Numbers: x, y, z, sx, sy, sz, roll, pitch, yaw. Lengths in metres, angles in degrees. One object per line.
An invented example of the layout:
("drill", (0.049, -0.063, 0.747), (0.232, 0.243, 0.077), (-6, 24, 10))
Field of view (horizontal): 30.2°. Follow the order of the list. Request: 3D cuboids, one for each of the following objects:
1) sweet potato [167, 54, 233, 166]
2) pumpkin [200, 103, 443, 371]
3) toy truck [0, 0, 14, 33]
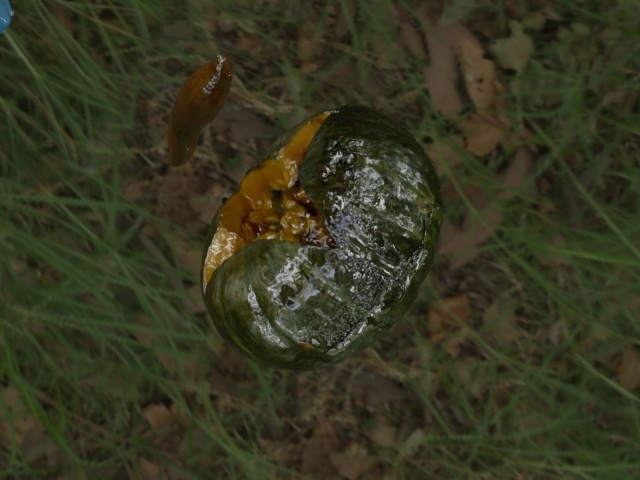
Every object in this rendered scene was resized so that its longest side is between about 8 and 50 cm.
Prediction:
("sweet potato", (-0.152, -0.159, 1.441), (0.057, 0.264, 0.057), (7, 69, -18))
("pumpkin", (0.000, 0.000, 1.349), (0.192, 0.320, 0.320), (36, 90, -26))
("toy truck", (-0.403, -0.325, 1.046), (0.162, 0.385, 0.161), (-30, 153, 9))
